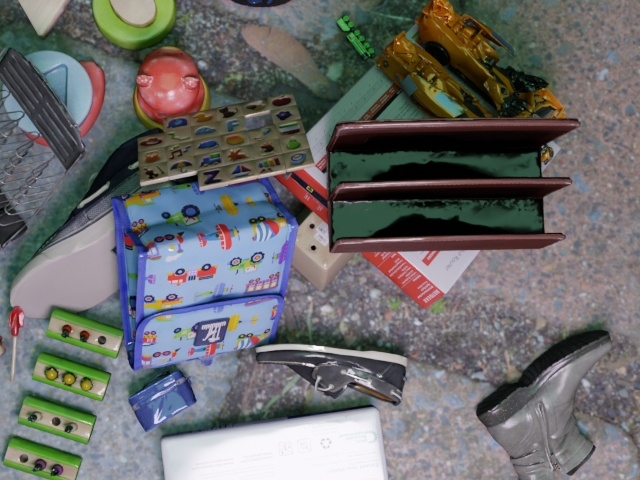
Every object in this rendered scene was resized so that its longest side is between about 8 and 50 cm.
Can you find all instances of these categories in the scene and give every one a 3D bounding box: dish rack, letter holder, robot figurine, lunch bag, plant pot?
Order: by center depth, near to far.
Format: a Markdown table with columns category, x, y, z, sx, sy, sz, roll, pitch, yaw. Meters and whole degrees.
| category | x | y | z | sx | sy | sz | roll | pitch | yaw |
| --- | --- | --- | --- | --- | --- | --- | --- | --- | --- |
| letter holder | 0.166 | -0.069 | 1.243 | 0.302 | 0.214 | 0.152 | -1 | 85 | -4 |
| lunch bag | -0.169 | 0.067 | 1.377 | 0.221 | 0.293 | 0.138 | -12 | 44 | -22 |
| dish rack | -0.452 | -0.131 | 1.383 | 0.208 | 0.271 | 0.074 | 52 | 40 | 2 |
| robot figurine | 0.235 | -0.218 | 1.421 | 0.291 | 0.085 | 0.211 | 40 | 64 | 0 |
| lunch bag | -0.232 | 0.231 | 1.431 | 0.098 | 0.067 | 0.065 | -31 | 87 | -9 |
| plant pot | 0.000 | 0.000 | 1.465 | 0.109 | 0.096 | 0.109 | 42 | 82 | 1 |

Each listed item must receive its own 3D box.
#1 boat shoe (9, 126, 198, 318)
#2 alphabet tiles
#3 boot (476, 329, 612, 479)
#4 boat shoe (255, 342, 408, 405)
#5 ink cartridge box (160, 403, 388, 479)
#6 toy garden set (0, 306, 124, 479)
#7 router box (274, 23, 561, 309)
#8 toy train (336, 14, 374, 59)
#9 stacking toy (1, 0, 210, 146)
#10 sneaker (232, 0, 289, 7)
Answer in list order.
| category | x | y | z | sx | sy | sz | roll | pitch | yaw |
| --- | --- | --- | --- | --- | --- | --- | --- | --- | --- |
| boat shoe | -0.322 | -0.026 | 1.445 | 0.341 | 0.127 | 0.158 | -32 | 45 | 10 |
| alphabet tiles | -0.139 | -0.135 | 1.362 | 0.237 | 0.009 | 0.198 | -12 | 39 | -3 |
| boot | 0.373 | 0.261 | 1.483 | 0.246 | 0.083 | 0.161 | -36 | 94 | -2 |
| boat shoe | 0.015 | 0.196 | 1.448 | 0.233 | 0.084 | 0.079 | 10 | 80 | -6 |
| ink cartridge box | -0.054 | 0.428 | 1.423 | 0.324 | 0.071 | 0.330 | -7 | 87 | -6 |
| toy garden set | -0.421 | 0.217 | 1.403 | 0.204 | 0.049 | 0.244 | 18 | 93 | -3 |
| router box | 0.150 | -0.118 | 1.449 | 0.301 | 0.082 | 0.335 | 42 | 63 | 1 |
| toy train | 0.056 | -0.324 | 1.551 | 0.024 | 0.017 | 0.083 | -37 | 87 | 2 |
| stacking toy | -0.334 | -0.290 | 1.457 | 0.309 | 0.130 | 0.279 | -10 | 84 | -6 |
| sneaker | -0.134 | -0.422 | 1.515 | 0.211 | 0.080 | 0.081 | 6 | 62 | -13 |
